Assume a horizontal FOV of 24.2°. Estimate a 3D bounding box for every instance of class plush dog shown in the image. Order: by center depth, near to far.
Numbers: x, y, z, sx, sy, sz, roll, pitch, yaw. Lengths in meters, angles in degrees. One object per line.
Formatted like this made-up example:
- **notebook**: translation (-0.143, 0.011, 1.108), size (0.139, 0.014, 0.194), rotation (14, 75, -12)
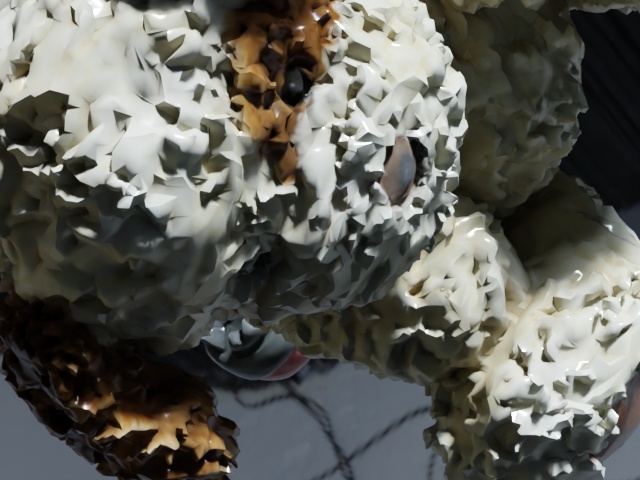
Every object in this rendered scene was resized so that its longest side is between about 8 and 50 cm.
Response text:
- **plush dog**: translation (-0.006, -0.047, 0.449), size (0.211, 0.225, 0.262), rotation (24, 113, 34)

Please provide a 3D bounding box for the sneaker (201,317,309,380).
- **sneaker**: translation (0.000, 0.000, 0.826), size (0.097, 0.135, 0.276), rotation (-47, 18, 21)
